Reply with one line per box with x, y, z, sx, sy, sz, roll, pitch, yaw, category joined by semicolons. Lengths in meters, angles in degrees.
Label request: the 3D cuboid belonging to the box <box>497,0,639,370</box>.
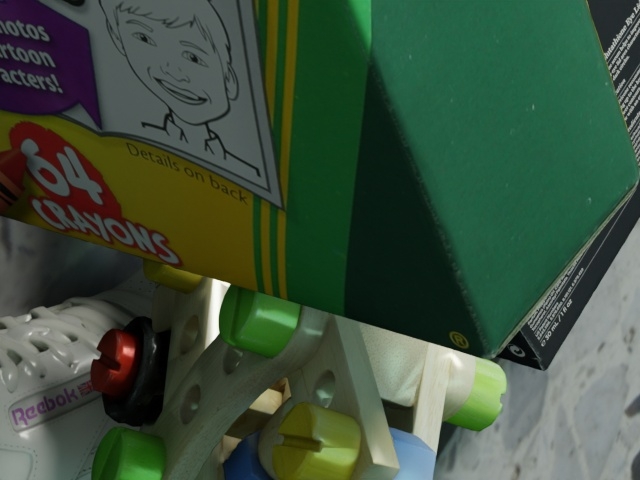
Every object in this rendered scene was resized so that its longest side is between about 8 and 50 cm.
0.124;-0.087;1.102;0.261;0.103;0.184;-55;137;-21;box

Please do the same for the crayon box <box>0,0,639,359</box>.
-0.099;-0.139;0.648;0.106;0.363;0.313;-47;131;-28;crayon box

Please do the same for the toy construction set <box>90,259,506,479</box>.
0.000;0.000;0.798;0.151;0.215;0.327;32;52;-18;toy construction set

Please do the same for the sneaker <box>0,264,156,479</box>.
-0.126;0.079;0.863;0.305;0.114;0.152;-46;131;-30;sneaker
